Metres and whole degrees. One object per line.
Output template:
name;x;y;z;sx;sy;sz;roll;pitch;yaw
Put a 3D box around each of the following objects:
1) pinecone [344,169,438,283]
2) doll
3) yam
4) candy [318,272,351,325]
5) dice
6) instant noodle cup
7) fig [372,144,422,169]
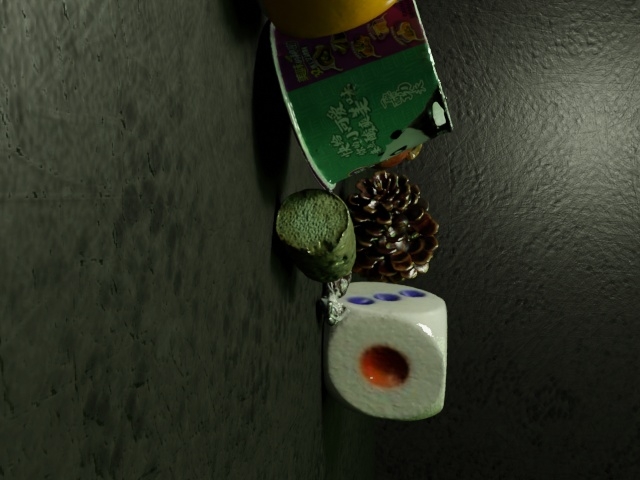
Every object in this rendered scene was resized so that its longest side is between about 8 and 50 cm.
pinecone;0.162;-0.036;1.766;0.292;0.247;0.246;77;17;-50
doll;0.002;-0.355;0.836;0.213;0.214;0.236;-75;150;-56
yam;0.000;0.000;1.136;0.194;0.107;0.107;68;25;-71
candy;0.035;0.083;1.542;0.226;0.051;0.094;-74;145;-54
dice;0.145;0.235;1.642;0.251;0.259;0.243;-56;149;-76
instant noodle cup;0.063;-0.211;1.010;0.251;0.190;0.251;-17;90;-78
fig;0.146;-0.260;1.728;0.205;0.205;0.205;2;90;-81
